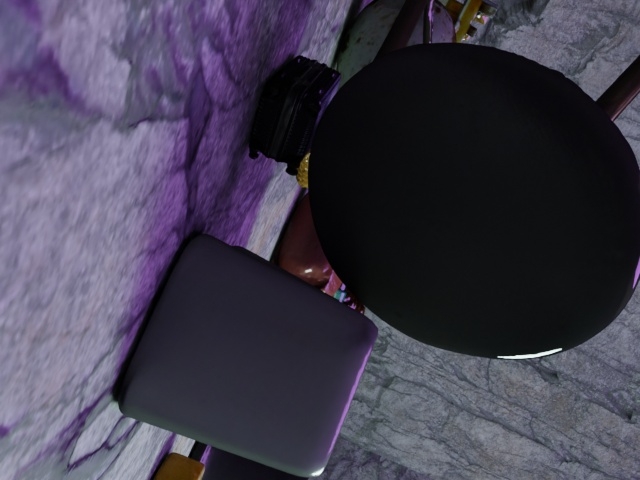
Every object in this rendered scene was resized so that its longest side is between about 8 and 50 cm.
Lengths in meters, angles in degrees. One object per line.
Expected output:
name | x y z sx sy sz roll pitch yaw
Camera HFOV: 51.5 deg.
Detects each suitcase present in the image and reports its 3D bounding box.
suitcase | -0.023 -0.129 0.665 0.126 0.059 0.086 -63 177 -57

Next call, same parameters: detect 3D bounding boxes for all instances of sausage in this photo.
sausage | 0.000 0.000 1.327 0.152 0.152 0.280 108 6 -65

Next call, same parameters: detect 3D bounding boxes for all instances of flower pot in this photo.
flower pot | -0.174 0.548 1.452 0.379 0.251 0.380 25 90 -88

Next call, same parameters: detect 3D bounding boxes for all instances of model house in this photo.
model house | 0.232 -0.450 1.407 0.199 0.215 0.224 -65 178 18

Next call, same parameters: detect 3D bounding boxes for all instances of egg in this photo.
egg | 0.108 -0.266 1.009 0.231 0.169 0.169 -59 179 10

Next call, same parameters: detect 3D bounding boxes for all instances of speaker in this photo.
speaker | -0.062 0.128 0.734 0.406 0.184 0.183 99 14 -81

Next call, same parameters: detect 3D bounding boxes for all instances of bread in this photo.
bread | -0.221 0.392 0.985 0.122 0.073 0.149 -66 178 -69
bread | -0.014 -0.127 1.050 0.157 0.044 0.052 105 5 -73

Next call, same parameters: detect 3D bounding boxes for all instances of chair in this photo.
chair | 0.216 -0.106 0.714 0.410 0.364 0.362 -45 141 -46

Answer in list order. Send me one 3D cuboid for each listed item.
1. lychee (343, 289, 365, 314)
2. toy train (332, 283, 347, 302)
lychee | -0.015 0.184 1.740 0.267 0.267 0.268 23 90 -87
toy train | -0.035 0.155 1.439 0.120 0.194 0.298 51 61 -86
